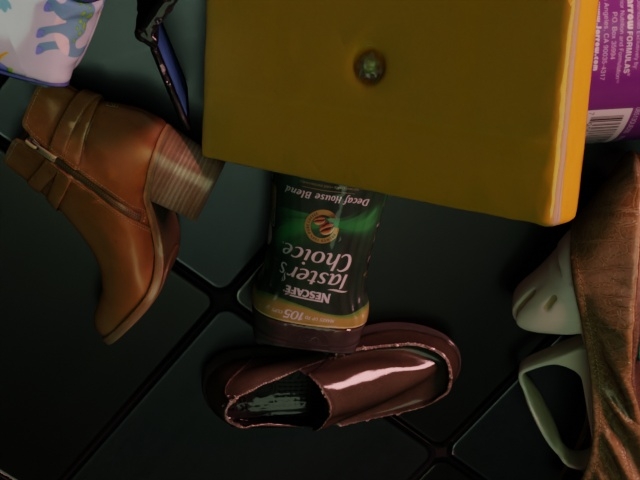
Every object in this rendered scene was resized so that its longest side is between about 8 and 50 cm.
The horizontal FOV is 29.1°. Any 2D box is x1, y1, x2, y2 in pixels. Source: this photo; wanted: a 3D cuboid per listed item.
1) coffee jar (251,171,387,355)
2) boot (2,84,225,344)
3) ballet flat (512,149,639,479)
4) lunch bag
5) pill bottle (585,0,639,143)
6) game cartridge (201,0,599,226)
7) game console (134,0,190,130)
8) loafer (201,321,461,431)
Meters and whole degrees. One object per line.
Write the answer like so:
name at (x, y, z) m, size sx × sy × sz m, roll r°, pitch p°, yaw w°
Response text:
coffee jar at (0.000, 0.000, 0.968) m, size 0.096 × 0.079 × 0.184 m, roll 7°, pitch 112°, yaw -5°
boot at (-0.177, -0.024, 0.949) m, size 0.152 × 0.073 × 0.197 m, roll 27°, pitch 115°, yaw -6°
ballet flat at (0.226, 0.090, 1.033) m, size 0.124 × 0.116 × 0.342 m, roll -3°, pitch 119°, yaw 15°
lunch bag at (-0.224, -0.180, 0.787) m, size 0.176 × 0.219 × 0.090 m, roll 19°, pitch 109°, yaw -14°
pill bottle at (0.273, -0.165, 0.876) m, size 0.323 × 0.181 × 0.181 m, roll -5°, pitch 113°, yaw -6°
game cartridge at (0.049, -0.191, 0.800) m, size 0.285 × 0.052 × 0.324 m, roll 14°, pitch 106°, yaw 33°
game console at (-0.092, -0.153, 0.868) m, size 0.071 × 0.122 × 0.107 m, roll 34°, pitch 105°, yaw -20°
loafer at (0.012, 0.127, 1.024) m, size 0.220 × 0.078 × 0.080 m, roll -10°, pitch 114°, yaw -3°
